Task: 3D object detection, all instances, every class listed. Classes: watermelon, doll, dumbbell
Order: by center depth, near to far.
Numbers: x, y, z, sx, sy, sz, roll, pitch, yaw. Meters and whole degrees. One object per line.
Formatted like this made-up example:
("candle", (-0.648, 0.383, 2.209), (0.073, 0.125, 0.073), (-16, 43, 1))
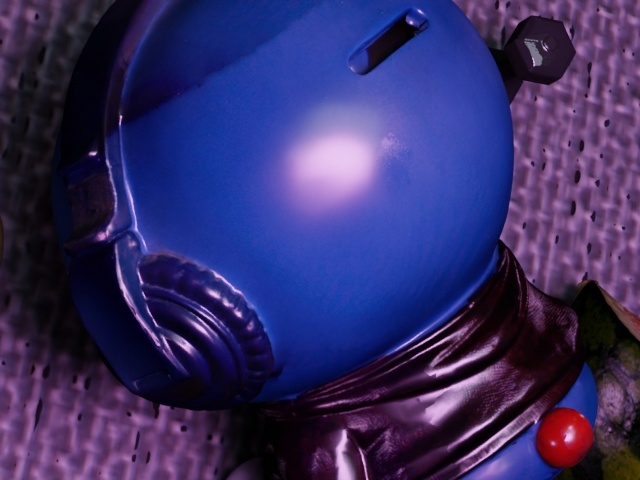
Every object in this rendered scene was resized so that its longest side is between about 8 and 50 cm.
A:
("doll", (0.000, 0.000, 0.974), (0.310, 0.240, 0.284), (57, 46, -11))
("watermelon", (0.220, 0.167, 1.074), (0.303, 0.159, 0.128), (42, 102, 4))
("dumbbell", (0.111, -0.101, 1.132), (0.036, 0.083, 0.040), (38, 65, -13))

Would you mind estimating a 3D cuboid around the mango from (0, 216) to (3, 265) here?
("mango", (-0.263, 0.015, 0.901), (0.267, 0.111, 0.133), (-18, 75, -34))
